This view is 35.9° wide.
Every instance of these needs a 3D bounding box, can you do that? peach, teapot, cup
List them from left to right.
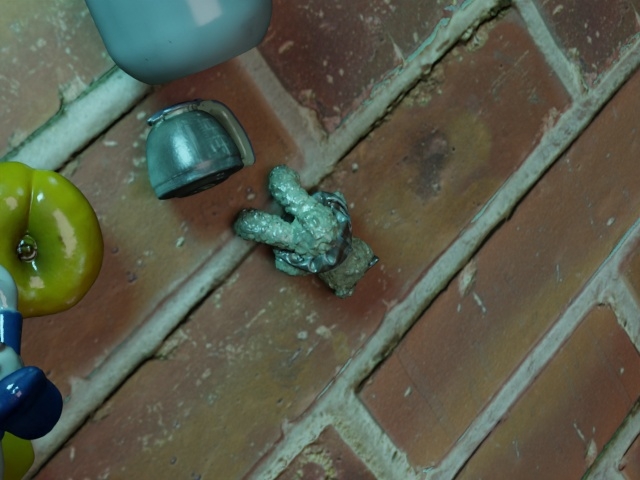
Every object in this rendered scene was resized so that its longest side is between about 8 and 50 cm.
[{"bbox_3d":[-0.324,0.002,1.072,0.179,0.103,0.179,-2,94,-30],"label":"peach"},{"bbox_3d":[-0.184,-0.340,1.076,0.205,0.205,0.312,-29,109,-27],"label":"cup"},{"bbox_3d":[-0.143,-0.118,1.177,0.149,0.111,0.108,-22,91,-23],"label":"teapot"}]

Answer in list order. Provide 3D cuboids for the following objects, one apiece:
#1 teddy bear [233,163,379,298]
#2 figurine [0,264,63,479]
[{"bbox_3d":[0.005,-0.002,1.273,0.213,0.111,0.133,39,77,-27],"label":"teddy bear"},{"bbox_3d":[-0.323,0.128,0.934,0.204,0.338,0.284,-2,82,-36],"label":"figurine"}]
